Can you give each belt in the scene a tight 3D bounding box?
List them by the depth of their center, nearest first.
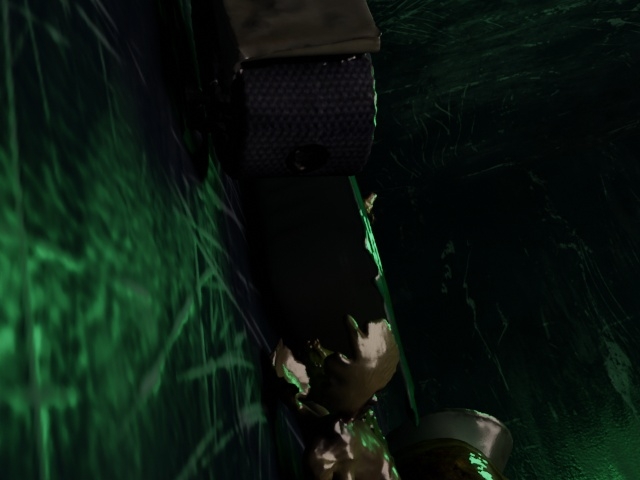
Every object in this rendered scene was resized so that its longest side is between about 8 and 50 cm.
[{"bbox_3d":[-0.045,-0.146,0.551,0.139,0.126,0.230,110,-28,-52],"label":"belt"}]

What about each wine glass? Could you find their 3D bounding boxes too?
[{"bbox_3d":[0.244,0.527,1.252,0.406,0.267,0.267,-97,171,-48],"label":"wine glass"}]

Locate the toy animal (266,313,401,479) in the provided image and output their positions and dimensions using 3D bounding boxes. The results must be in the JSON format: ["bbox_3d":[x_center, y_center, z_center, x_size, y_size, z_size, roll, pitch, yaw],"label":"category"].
[{"bbox_3d":[0.019,0.163,0.540,0.214,0.094,0.186,85,-4,-64],"label":"toy animal"}]

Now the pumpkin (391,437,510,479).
[{"bbox_3d":[0.147,0.380,0.935,0.232,0.242,0.325,45,1,13],"label":"pumpkin"}]

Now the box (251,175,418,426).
[{"bbox_3d":[0.000,0.000,0.769,0.336,0.106,0.264,-102,175,-46],"label":"box"}]

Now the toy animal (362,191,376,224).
[{"bbox_3d":[0.035,0.023,1.121,0.054,0.149,0.275,36,-13,13],"label":"toy animal"}]

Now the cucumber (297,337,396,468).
[{"bbox_3d":[0.023,0.173,0.660,0.069,0.069,0.227,-102,173,-57],"label":"cucumber"}]
